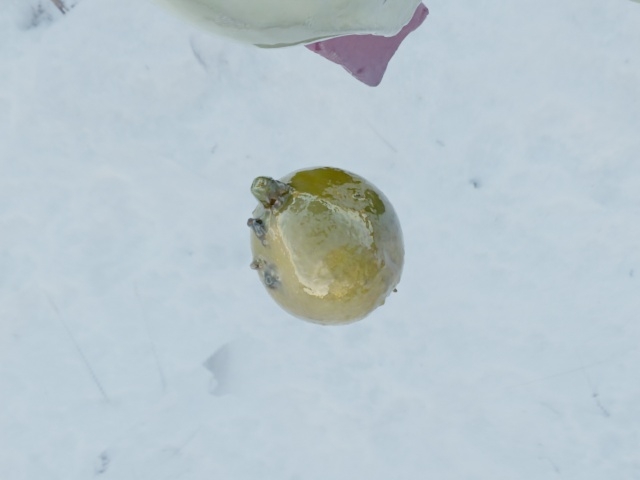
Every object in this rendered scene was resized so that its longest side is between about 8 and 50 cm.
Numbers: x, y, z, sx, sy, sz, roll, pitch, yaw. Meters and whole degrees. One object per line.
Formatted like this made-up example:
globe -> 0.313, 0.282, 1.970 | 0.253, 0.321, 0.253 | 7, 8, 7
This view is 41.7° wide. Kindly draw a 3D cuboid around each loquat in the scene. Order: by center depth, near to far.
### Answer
loquat -> 0.000, 0.000, 0.870 | 0.149, 0.204, 0.172 | -27, 42, 33

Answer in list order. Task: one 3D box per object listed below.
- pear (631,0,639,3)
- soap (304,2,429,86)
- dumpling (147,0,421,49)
pear -> 0.445, -0.457, 1.092 | 0.294, 0.294, 0.294 | -1, 78, 6
soap -> -0.062, -0.353, 0.998 | 0.128, 0.233, 0.359 | -51, 57, 13
dumpling -> -0.033, -0.180, 0.419 | 0.250, 0.132, 0.162 | 8, 102, -32
